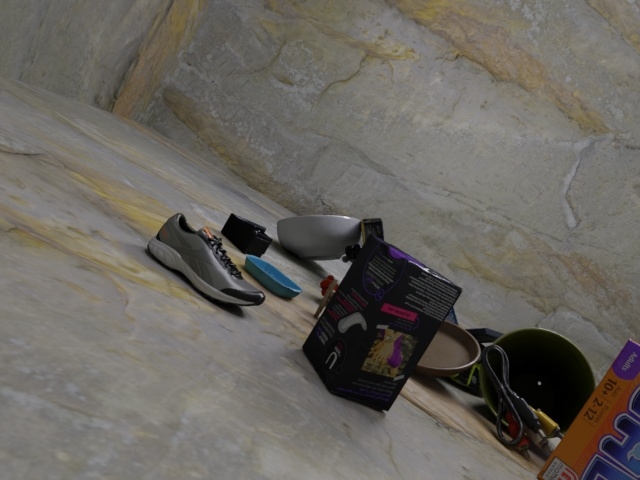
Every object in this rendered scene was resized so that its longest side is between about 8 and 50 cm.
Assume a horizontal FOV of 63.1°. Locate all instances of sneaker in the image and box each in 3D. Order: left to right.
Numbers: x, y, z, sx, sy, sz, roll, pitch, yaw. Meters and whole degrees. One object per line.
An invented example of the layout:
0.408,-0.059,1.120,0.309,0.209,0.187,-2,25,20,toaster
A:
-0.222,0.043,1.050,0.271,0.108,0.100,33,5,11,sneaker
0.455,0.385,1.606,0.147,0.145,0.384,-9,-22,44,sneaker

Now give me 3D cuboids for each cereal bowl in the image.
0.000,0.000,2.003,0.338,0.141,0.339,-1,-8,0,cereal bowl

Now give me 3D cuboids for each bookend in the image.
-0.206,-0.002,1.647,0.156,0.072,0.157,25,9,-45,bookend

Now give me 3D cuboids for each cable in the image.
0.459,0.396,1.279,0.287,0.139,0.072,-117,-175,-48,cable

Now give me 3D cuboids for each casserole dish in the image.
-0.129,0.099,1.375,0.188,0.037,0.114,34,7,34,casserole dish

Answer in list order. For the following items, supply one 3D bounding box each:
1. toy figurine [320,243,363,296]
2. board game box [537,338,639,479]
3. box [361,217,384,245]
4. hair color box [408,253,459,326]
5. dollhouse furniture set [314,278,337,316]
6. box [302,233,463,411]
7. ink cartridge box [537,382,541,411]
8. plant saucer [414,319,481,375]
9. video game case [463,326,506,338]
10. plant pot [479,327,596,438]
0.127,0.134,1.526,0.213,0.210,0.148,31,-5,23,toy figurine
0.760,0.474,1.110,0.356,0.356,0.356,35,8,40,board game box
0.194,0.084,1.831,0.079,0.322,0.257,-6,4,7,box
0.359,0.220,1.775,0.174,0.105,0.347,38,-17,43,hair color box
0.089,0.209,1.235,0.212,0.161,0.242,28,-15,3,dollhouse furniture set
0.110,0.151,0.986,0.143,0.270,0.165,28,7,-27,box
0.780,0.513,1.836,0.092,0.160,0.219,31,5,-1,ink cartridge box
0.290,0.282,1.413,0.277,0.041,0.278,6,21,-2,plant saucer
0.417,0.305,1.628,0.274,0.026,0.196,-14,-23,35,video game case
0.589,0.410,1.448,0.274,0.275,0.293,34,-8,28,plant pot
